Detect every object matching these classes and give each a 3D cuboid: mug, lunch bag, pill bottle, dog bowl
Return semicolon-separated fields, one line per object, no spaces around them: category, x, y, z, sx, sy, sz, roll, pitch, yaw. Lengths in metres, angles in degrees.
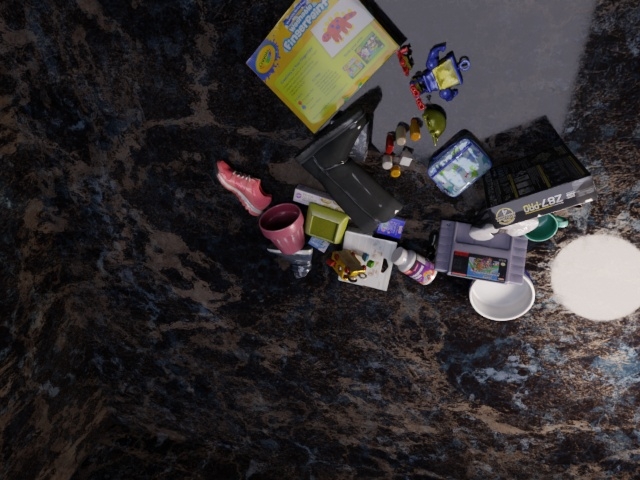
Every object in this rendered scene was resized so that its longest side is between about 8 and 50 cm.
mug;0.879;-0.070;1.801;0.157;0.097;0.129;26;121;0
lunch bag;0.543;-0.295;1.781;0.176;0.090;0.219;46;119;-8
pill bottle;0.412;0.108;2.004;0.193;0.108;0.108;30;123;-18
dog bowl;0.790;0.215;1.980;0.264;0.104;0.265;7;119;13

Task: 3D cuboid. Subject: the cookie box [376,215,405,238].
cookie box;0.313;-0.066;1.998;0.107;0.040;0.092;16;121;7

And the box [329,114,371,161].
box;0.116;-0.414;1.834;0.156;0.093;0.158;9;119;11

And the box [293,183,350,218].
box;0.041;-0.167;2.008;0.324;0.063;0.067;19;121;5

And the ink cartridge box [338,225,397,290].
ink cartridge box;0.217;0.085;2.100;0.239;0.060;0.275;12;120;8

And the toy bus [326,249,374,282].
toy bus;0.126;0.130;2.004;0.191;0.202;0.104;20;122;11

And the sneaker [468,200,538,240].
sneaker;0.718;-0.096;1.779;0.268;0.153;0.101;-14;139;44

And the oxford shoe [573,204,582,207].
oxford shoe;0.861;-0.155;1.715;0.271;0.098;0.097;-6;159;5

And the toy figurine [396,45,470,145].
toy figurine;0.442;-0.555;1.615;0.217;0.191;0.362;-23;111;20

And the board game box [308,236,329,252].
board game box;0.000;0.000;2.137;0.090;0.020;0.090;30;122;-1

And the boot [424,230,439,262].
boot;0.488;0.030;1.967;0.045;0.099;0.121;15;121;6

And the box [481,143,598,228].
box;0.746;-0.202;1.594;0.318;0.395;0.097;-21;109;24

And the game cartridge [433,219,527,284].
game cartridge;0.665;0.051;1.878;0.355;0.068;0.230;9;75;11

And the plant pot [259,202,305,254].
plant pot;-0.158;-0.043;2.071;0.201;0.201;0.180;-6;132;19

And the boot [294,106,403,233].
boot;0.165;-0.257;1.765;0.445;0.146;0.367;46;138;-16

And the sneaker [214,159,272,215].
sneaker;-0.345;-0.264;2.056;0.136;0.116;0.314;-36;111;19

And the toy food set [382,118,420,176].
toy food set;0.315;-0.377;1.815;0.111;0.104;0.232;11;139;-5

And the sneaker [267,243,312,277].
sneaker;-0.150;0.100;2.196;0.226;0.086;0.163;7;117;11

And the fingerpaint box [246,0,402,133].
fingerpaint box;0.013;-0.695;1.667;0.371;0.163;0.445;43;120;-11

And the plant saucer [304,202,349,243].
plant saucer;0.018;-0.064;2.030;0.188;0.045;0.188;19;136;5
